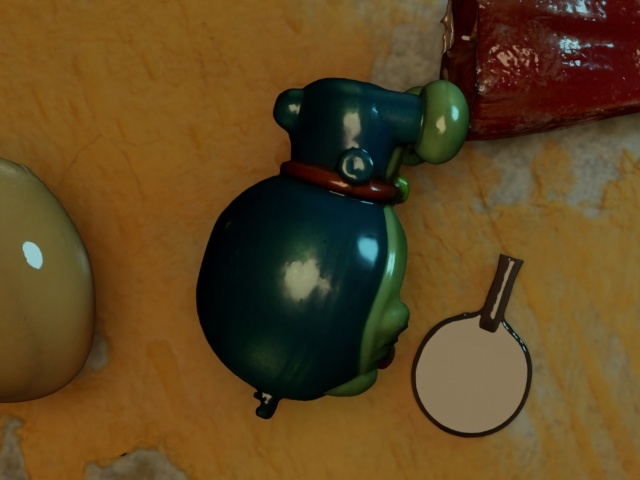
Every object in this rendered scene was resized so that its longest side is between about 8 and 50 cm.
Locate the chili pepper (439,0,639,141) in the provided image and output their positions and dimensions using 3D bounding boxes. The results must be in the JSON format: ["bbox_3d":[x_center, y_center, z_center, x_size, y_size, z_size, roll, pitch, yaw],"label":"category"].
[{"bbox_3d":[0.232,-0.171,1.567,0.252,0.136,0.144,-4,40,-6],"label":"chili pepper"}]

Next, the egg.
[{"bbox_3d":[-0.302,0.035,1.534,0.201,0.201,0.244,-42,85,0],"label":"egg"}]

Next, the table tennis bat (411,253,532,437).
[{"bbox_3d":[0.141,0.092,1.534,0.107,0.119,0.170,18,88,6],"label":"table tennis bat"}]

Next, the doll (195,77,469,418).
[{"bbox_3d":[0.000,0.000,1.514,0.186,0.198,0.322,18,83,-10],"label":"doll"}]
